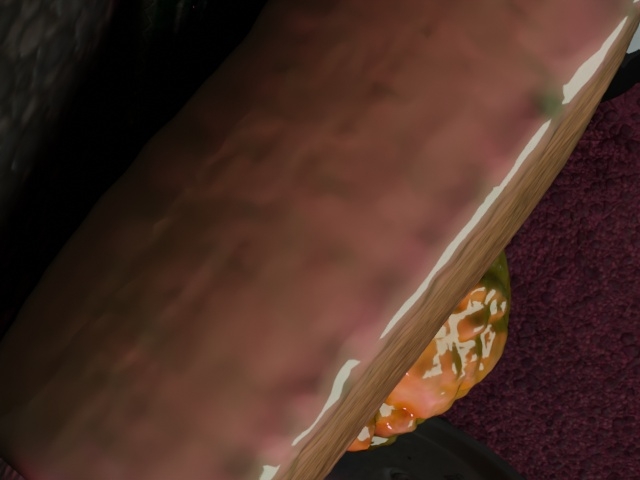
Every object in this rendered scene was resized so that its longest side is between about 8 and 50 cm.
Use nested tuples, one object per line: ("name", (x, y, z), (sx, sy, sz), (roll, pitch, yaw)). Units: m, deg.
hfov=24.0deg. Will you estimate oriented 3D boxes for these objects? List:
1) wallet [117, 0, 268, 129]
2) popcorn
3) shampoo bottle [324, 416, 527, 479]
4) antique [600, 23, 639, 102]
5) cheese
("wallet", (-0.006, -0.157, 0.512), (0.160, 0.055, 0.236), (-48, 163, -39))
("popcorn", (0.023, 0.036, 0.861), (0.180, 0.170, 0.180), (-17, 90, -76))
("shampoo bottle", (0.004, 0.250, 0.948), (0.266, 0.273, 0.273), (-62, 172, 19))
("antique", (0.276, -0.259, 1.412), (0.322, 0.185, 0.255), (-63, 173, 16))
("cheese", (0.000, 0.000, 0.605), (0.265, 0.124, 0.242), (-51, 168, -5))
